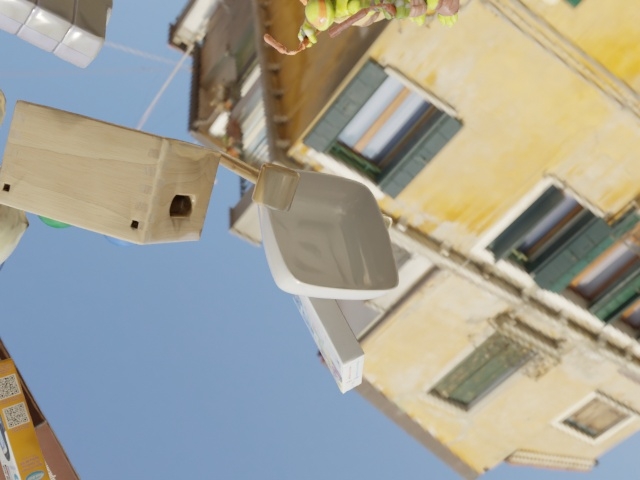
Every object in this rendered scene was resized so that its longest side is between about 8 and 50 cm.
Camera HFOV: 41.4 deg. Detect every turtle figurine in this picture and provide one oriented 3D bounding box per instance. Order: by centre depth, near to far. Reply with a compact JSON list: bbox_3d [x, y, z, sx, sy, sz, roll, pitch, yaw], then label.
[{"bbox_3d":[0.055,-0.302,1.094,0.217,0.269,0.087,-14,-81,-30],"label":"turtle figurine"}]

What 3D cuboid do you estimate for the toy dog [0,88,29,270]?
[{"bbox_3d":[-0.503,-0.048,0.890,0.408,0.395,0.285,34,-141,-53],"label":"toy dog"}]

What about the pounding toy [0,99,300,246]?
[{"bbox_3d":[-0.126,-0.038,0.708,0.206,0.094,0.181,16,-176,11],"label":"pounding toy"}]

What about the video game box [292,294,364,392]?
[{"bbox_3d":[0.010,0.143,1.450,0.048,0.187,0.205,-24,-111,-12],"label":"video game box"}]

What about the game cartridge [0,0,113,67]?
[{"bbox_3d":[-0.322,-0.347,0.881,0.230,0.068,0.355,28,-141,-36],"label":"game cartridge"}]

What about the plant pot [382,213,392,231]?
[{"bbox_3d":[0.020,-0.007,1.168,0.109,0.109,0.096,13,-165,-19],"label":"plant pot"}]

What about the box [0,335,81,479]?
[{"bbox_3d":[-0.441,0.213,1.088,0.143,0.191,0.381,-28,-139,-20],"label":"box"}]

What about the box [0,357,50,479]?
[{"bbox_3d":[-0.285,0.180,0.786,0.028,0.081,0.136,-15,-94,-32],"label":"box"}]

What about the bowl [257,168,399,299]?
[{"bbox_3d":[0.000,0.000,0.858,0.142,0.053,0.142,7,-124,-33],"label":"bowl"}]
